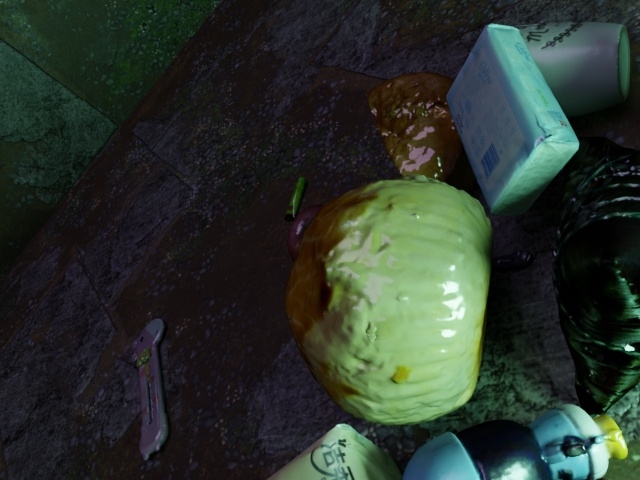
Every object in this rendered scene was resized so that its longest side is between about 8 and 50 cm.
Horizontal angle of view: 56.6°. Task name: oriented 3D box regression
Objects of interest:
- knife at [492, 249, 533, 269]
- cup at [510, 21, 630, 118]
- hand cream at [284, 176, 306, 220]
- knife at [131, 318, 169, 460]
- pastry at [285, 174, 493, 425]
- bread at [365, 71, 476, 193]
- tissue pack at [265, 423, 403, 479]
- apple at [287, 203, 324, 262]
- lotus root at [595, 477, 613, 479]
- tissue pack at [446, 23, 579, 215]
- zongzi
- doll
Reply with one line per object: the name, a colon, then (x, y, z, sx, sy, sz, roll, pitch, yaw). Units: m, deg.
knife: (0.319, 0.037, 1.057, 0.121, 0.018, 0.031, -8, 63, 40)
cup: (0.450, -0.330, 1.119, 0.233, 0.187, 0.258, 1, 34, 34)
hand cream: (-0.063, -0.106, 1.523, 0.036, 0.023, 0.122, -1, 64, 39)
knife: (-0.432, 0.359, 1.501, 0.132, 0.038, 0.399, -42, 41, 15)
pastry: (0.105, 0.085, 0.934, 0.312, 0.389, 0.389, 4, 60, 15)
bread: (0.229, -0.212, 1.206, 0.178, 0.194, 0.340, -29, 46, 16)
tissue pack: (0.017, 0.526, 0.821, 0.331, 0.205, 0.405, -38, 42, 9)
apple: (0.000, 0.000, 1.308, 0.153, 0.120, 0.154, -26, 49, 34)
lotus root: (0.299, 0.444, 0.665, 0.169, 0.152, 0.343, 6, 58, 24)
tissue pack: (0.302, -0.195, 0.964, 0.177, 0.089, 0.264, 114, 153, -51)
zongzi: (0.400, 0.006, 0.750, 0.318, 0.362, 0.384, 21, 73, 30)
doll: (0.233, 0.307, 0.775, 0.313, 0.177, 0.141, -18, 68, 0)
